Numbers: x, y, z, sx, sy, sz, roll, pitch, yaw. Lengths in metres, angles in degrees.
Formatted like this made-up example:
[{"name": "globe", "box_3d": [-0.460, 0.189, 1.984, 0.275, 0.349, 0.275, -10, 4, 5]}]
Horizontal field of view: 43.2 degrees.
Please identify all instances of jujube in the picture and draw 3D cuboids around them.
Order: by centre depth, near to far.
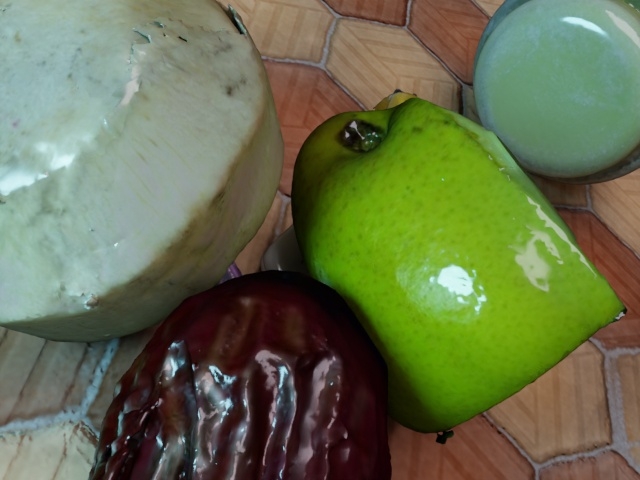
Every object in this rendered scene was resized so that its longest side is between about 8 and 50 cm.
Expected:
[{"name": "jujube", "box_3d": [-0.058, 0.202, 0.624, 0.258, 0.258, 0.376, 26, 52, -13]}]

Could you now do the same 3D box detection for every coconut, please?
[{"name": "coconut", "box_3d": [-0.196, -0.078, 0.708, 0.352, 0.352, 0.352, 18, 47, -20]}]

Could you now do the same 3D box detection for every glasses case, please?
[{"name": "glasses case", "box_3d": [0.000, 0.000, 0.956, 0.074, 0.049, 0.193, 44, 43, 2]}]

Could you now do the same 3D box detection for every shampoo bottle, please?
[{"name": "shampoo bottle", "box_3d": [0.401, -0.250, 1.232, 0.322, 0.322, 0.317, 48, 34, 10]}]

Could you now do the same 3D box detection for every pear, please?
[{"name": "pear", "box_3d": [0.090, 0.010, 0.813, 0.238, 0.342, 0.318, -36, 86, -3]}]

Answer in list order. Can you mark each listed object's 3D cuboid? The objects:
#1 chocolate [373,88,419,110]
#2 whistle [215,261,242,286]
[{"name": "chocolate", "box_3d": [0.113, -0.104, 1.099, 0.086, 0.085, 0.219, 18, 49, -21]}, {"name": "whistle", "box_3d": [-0.074, 0.084, 0.851, 0.033, 0.033, 0.176, -13, 63, -39]}]
